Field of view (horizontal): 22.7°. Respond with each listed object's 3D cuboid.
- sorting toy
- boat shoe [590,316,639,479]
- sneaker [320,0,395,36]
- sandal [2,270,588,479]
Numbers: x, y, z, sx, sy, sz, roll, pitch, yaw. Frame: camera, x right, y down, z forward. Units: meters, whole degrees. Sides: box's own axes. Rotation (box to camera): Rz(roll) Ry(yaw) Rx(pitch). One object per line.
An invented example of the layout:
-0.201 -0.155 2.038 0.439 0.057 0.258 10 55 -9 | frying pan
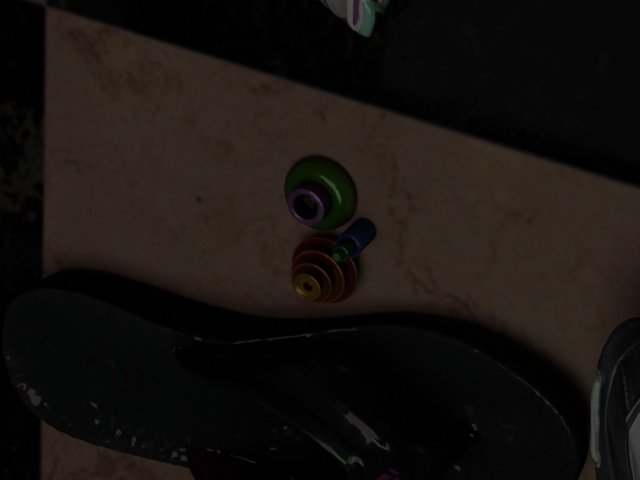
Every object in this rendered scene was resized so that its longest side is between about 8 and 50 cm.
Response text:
0.000 0.000 1.035 0.061 0.042 0.102 4 116 28 | sorting toy
0.217 0.171 0.969 0.102 0.108 0.301 56 170 50 | boat shoe
0.019 -0.173 0.935 0.069 0.038 0.098 32 126 11 | sneaker
-0.041 0.130 1.086 0.445 0.107 0.167 7 118 26 | sandal
